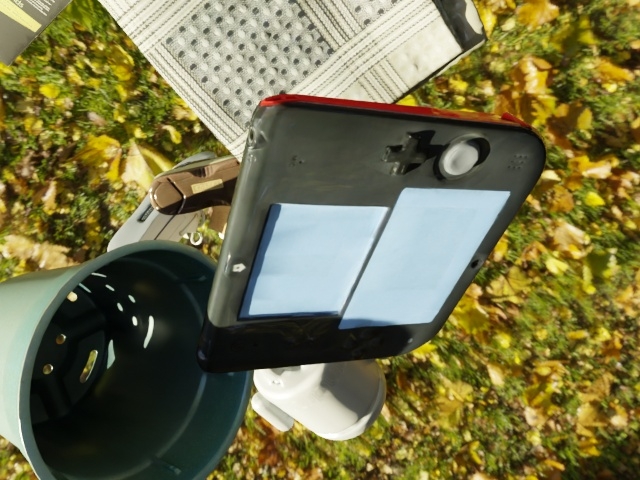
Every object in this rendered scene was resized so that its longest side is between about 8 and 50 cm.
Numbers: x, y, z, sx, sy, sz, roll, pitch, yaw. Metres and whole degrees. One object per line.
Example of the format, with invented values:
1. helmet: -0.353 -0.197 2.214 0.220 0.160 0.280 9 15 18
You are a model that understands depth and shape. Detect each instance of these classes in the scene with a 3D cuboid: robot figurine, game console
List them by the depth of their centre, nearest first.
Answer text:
1. game console: 0.051 0.018 0.650 0.342 0.060 0.387 -3 134 -28
2. robot figurine: 0.003 0.274 1.135 0.300 0.200 0.353 -36 128 9

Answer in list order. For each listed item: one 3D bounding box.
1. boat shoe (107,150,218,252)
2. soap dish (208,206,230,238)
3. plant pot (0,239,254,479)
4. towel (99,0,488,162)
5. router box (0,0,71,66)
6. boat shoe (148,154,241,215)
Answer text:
1. boat shoe: -0.354 -0.053 1.408 0.367 0.135 0.156 -57 140 -25
2. soap dish: -0.109 -0.087 1.437 0.291 0.229 0.118 -38 136 -39
3. plant pot: -0.332 0.171 0.807 0.341 0.334 0.341 1 89 -52
4. towel: -0.018 -0.241 0.579 0.324 0.056 0.312 -35 119 10
5. router box: -0.502 -0.417 0.765 0.309 0.243 0.081 40 49 -35
6. boat shoe: -0.139 -0.101 0.898 0.257 0.095 0.095 -2 112 2
